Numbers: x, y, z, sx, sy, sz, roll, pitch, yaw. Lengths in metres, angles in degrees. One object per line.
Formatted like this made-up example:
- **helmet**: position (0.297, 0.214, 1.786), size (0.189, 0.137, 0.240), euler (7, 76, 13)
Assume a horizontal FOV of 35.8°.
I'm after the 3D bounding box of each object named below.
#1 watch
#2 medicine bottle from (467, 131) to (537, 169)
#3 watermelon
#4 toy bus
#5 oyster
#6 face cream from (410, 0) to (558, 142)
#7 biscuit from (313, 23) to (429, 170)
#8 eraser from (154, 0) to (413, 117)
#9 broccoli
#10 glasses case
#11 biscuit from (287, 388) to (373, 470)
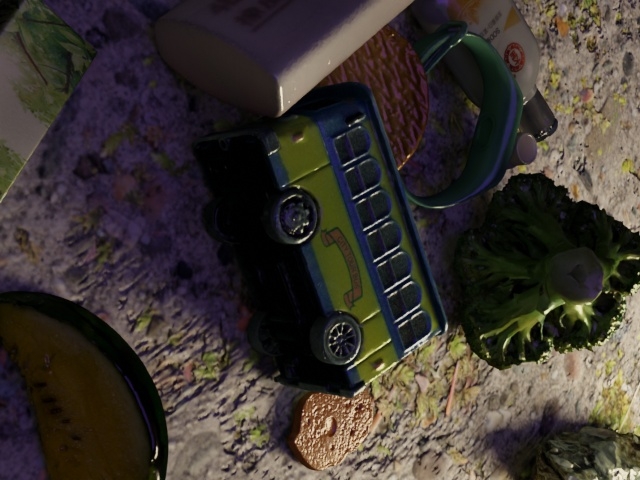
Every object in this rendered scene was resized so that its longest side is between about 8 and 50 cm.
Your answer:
- **watch**: position (0.163, -0.158, 1.271), size (0.195, 0.068, 0.237), euler (14, 96, -26)
- **medicine bottle**: position (0.249, -0.123, 1.357), size (0.052, 0.089, 0.052), euler (1, 89, -40)
- **watermelon**: position (-0.221, 0.180, 0.983), size (0.129, 0.123, 0.301), euler (-15, 102, -6)
- **toy bus**: position (0.000, 0.000, 1.111), size (0.190, 0.152, 0.313), euler (-30, 108, -33)
- **oyster**: position (0.414, 0.360, 1.464), size (0.351, 0.158, 0.162), euler (22, 41, -51)
- **face cream**: position (0.236, -0.255, 1.359), size (0.144, 0.071, 0.291), euler (-48, 119, -21)
- **biscuit**: position (0.055, -0.182, 1.185), size (0.144, 0.033, 0.224), euler (-22, 97, -2)
- **eraser**: position (-0.027, -0.257, 1.081), size (0.270, 0.174, 0.095), euler (-45, 149, -29)
- **broccoli**: position (0.297, 0.052, 1.300), size (0.254, 0.269, 0.269), euler (24, 71, 1)
- **glasses case**: position (-0.317, -0.096, 0.907), size (0.095, 0.062, 0.272), euler (44, 64, -37)
- **biscuit**: position (0.012, 0.221, 1.203), size (0.130, 0.019, 0.102), euler (-28, 107, -37)
